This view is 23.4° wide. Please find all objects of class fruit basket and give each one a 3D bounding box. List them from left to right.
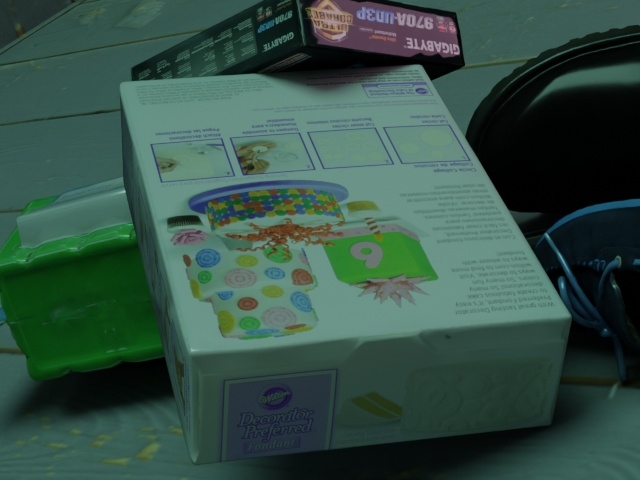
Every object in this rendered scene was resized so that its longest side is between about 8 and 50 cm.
[{"bbox_3d":[-0.119,-0.017,1.358,0.327,0.165,0.353,-12,21,27],"label":"fruit basket"}]

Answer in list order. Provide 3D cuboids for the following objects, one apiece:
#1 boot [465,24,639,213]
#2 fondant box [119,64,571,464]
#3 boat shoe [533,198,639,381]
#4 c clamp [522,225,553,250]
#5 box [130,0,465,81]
[{"bbox_3d":[0.276,-0.074,1.118,0.348,0.131,0.260,-20,22,10],"label":"boot"},{"bbox_3d":[0.000,0.000,1.063,0.238,0.096,0.330,-5,34,-13],"label":"fondant box"},{"bbox_3d":[0.202,0.027,0.963,0.258,0.109,0.089,-26,34,61],"label":"boat shoe"},{"bbox_3d":[0.142,0.025,1.183,0.137,0.022,0.160,-11,23,18],"label":"c clamp"},{"bbox_3d":[-0.021,-0.140,1.253,0.175,0.051,0.220,2,-14,-43],"label":"box"}]
